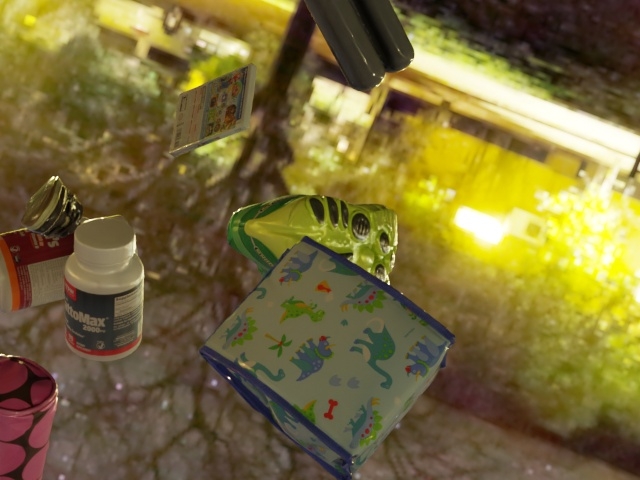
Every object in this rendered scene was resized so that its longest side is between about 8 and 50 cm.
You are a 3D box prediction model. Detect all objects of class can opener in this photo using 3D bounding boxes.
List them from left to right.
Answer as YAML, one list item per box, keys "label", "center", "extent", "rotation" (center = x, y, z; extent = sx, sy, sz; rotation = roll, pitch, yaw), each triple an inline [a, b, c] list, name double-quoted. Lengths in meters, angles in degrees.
- label: "can opener"
  center: [0.002, -0.268, 1.025]
  extent: [0.280, 0.074, 0.093]
  rotation: [63, 160, -16]

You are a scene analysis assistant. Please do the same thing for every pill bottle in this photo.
- label: "pill bottle"
  center: [-0.407, 0.031, 1.803]
  extent: [0.221, 0.121, 0.121]
  rotation: [-15, -157, -27]
- label: "pill bottle"
  center: [-0.298, 0.065, 1.589]
  extent: [0.108, 0.180, 0.108]
  rotation: [5, -148, -3]

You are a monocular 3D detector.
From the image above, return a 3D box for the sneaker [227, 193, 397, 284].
- label: "sneaker"
  center: [0.000, 0.000, 1.230]
  extent: [0.123, 0.109, 0.295]
  rotation: [8, 173, 26]

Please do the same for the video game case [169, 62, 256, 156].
- label: "video game case"
  center: [-0.127, -0.153, 1.362]
  extent: [0.122, 0.087, 0.011]
  rotation: [-16, 146, 37]

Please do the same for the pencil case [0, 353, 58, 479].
- label: "pencil case"
  center: [-0.321, 0.201, 1.150]
  extent: [0.095, 0.209, 0.098]
  rotation: [-4, -135, -33]

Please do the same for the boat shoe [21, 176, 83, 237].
- label: "boat shoe"
  center: [-0.251, -0.029, 1.106]
  extent: [0.049, 0.056, 0.152]
  rotation: [40, -178, -16]

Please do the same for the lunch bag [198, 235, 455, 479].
- label: "lunch bag"
  center: [0.003, 0.085, 0.877]
  extent: [0.151, 0.129, 0.096]
  rotation: [38, 160, 13]
